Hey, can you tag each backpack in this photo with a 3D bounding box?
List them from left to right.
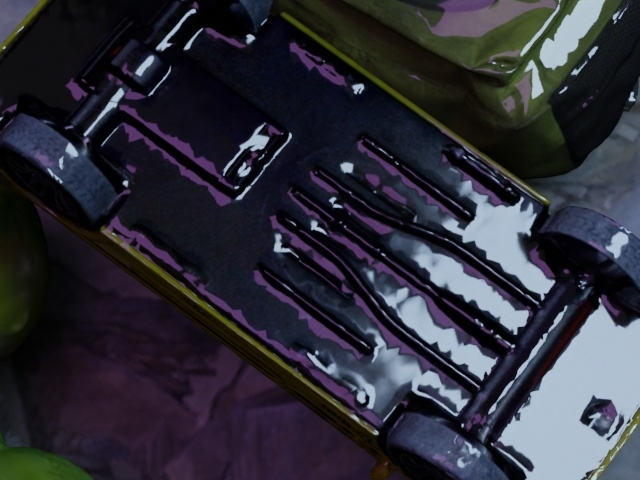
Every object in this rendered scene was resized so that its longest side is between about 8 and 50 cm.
[{"bbox_3d":[0.101,-0.161,0.885,0.207,0.140,0.253,32,78,24],"label":"backpack"}]

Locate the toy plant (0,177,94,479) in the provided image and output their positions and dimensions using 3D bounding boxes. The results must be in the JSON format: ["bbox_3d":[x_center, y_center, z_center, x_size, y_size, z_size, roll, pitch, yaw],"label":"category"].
[{"bbox_3d":[-0.214,0.122,0.898,0.224,0.184,0.316,-16,79,5],"label":"toy plant"}]

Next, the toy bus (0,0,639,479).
[{"bbox_3d":[0.000,0.000,0.830,0.331,0.151,0.145,37,73,6],"label":"toy bus"}]
